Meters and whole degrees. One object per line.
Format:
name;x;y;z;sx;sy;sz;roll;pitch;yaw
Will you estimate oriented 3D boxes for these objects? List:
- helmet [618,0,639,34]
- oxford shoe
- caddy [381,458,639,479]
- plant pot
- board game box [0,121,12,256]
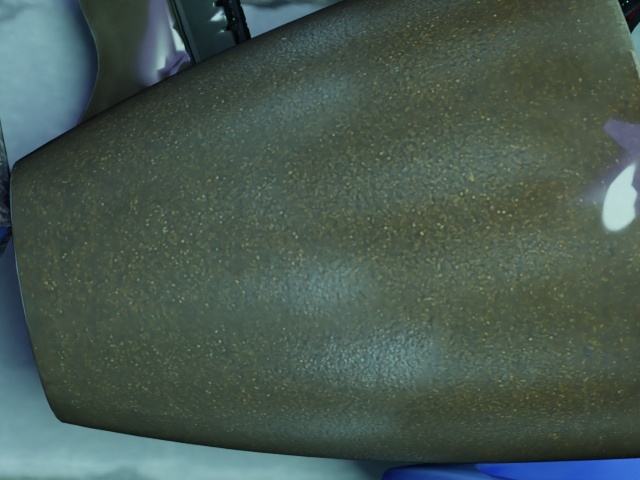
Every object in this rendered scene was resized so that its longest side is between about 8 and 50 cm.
helmet;0.098;-0.154;0.785;0.162;0.169;0.169;2;76;-38
oxford shoe;-0.068;-0.034;0.764;0.096;0.083;0.227;-16;87;6
caddy;0.184;0.177;0.702;0.341;0.241;0.179;16;80;-15
plant pot;0.000;0.000;0.636;0.230;0.215;0.215;-9;80;-2
board game box;-0.273;-0.116;0.671;0.232;0.141;0.291;-9;81;-20
